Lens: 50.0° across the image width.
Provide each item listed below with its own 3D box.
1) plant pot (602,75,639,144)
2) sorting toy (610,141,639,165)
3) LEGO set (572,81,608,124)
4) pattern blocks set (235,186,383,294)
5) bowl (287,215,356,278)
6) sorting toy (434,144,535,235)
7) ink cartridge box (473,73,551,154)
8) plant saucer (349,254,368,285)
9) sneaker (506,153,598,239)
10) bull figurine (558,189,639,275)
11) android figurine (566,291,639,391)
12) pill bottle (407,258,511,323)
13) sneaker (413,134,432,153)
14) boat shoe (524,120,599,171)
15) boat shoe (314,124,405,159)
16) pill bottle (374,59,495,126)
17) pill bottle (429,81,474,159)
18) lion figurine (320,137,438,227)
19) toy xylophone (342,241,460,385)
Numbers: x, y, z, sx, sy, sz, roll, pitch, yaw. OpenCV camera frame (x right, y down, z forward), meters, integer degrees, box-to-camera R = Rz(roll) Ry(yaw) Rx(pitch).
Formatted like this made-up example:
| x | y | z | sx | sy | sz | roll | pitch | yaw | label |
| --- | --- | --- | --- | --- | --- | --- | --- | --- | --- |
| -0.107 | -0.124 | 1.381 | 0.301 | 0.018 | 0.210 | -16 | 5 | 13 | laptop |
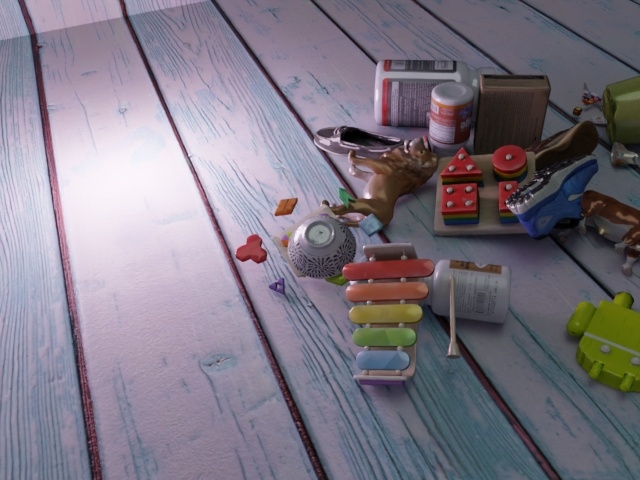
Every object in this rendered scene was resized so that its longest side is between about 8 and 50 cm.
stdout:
| x | y | z | sx | sy | sz | roll | pitch | yaw | label |
| --- | --- | --- | --- | --- | --- | --- | --- | --- | --- |
| 0.980 | -0.390 | 2.022 | 0.254 | 0.276 | 0.276 | -7 | 39 | 14 | plant pot |
| 0.890 | -0.241 | 1.998 | 0.075 | 0.044 | 0.083 | 12 | 42 | 7 | sorting toy |
| 0.937 | -0.434 | 2.204 | 0.245 | 0.060 | 0.182 | 7 | 40 | 9 | LEGO set |
| -0.020 | -0.001 | 1.719 | 0.285 | 0.026 | 0.325 | 39 | 73 | 22 | pattern blocks set |
| 0.000 | 0.000 | 1.656 | 0.170 | 0.080 | 0.170 | -2 | 63 | 5 | bowl |
| 0.431 | -0.144 | 1.805 | 0.257 | 0.089 | 0.255 | -2 | 55 | 18 | sorting toy |
| 0.557 | -0.368 | 2.021 | 0.193 | 0.234 | 0.088 | 3 | 42 | 7 | ink cartridge box |
| 0.166 | 0.076 | 1.690 | 0.195 | 0.037 | 0.195 | -2 | 41 | 2 | plant saucer |
| 0.594 | -0.107 | 1.715 | 0.330 | 0.147 | 0.130 | -34 | 14 | -31 | sneaker |
| 0.757 | -0.026 | 1.708 | 0.188 | 0.101 | 0.310 | -37 | 45 | -24 | bull figurine |
| 0.656 | 0.218 | 1.471 | 0.248 | 0.056 | 0.273 | 24 | 46 | 28 | android figurine |
| 0.312 | 0.111 | 1.564 | 0.229 | 0.131 | 0.131 | 6 | 42 | 13 | pill bottle |
| 0.294 | -0.250 | 2.057 | 0.075 | 0.057 | 0.161 | -14 | 41 | 17 | sneaker |
| 0.649 | -0.228 | 1.966 | 0.342 | 0.123 | 0.123 | -40 | 21 | -22 | boat shoe |
| 0.124 | -0.305 | 2.090 | 0.335 | 0.095 | 0.112 | 23 | 49 | 29 | boat shoe |
| 0.358 | -0.462 | 2.169 | 0.363 | 0.210 | 0.210 | 3 | 41 | 8 | pill bottle |
| 0.384 | -0.347 | 2.026 | 0.121 | 0.216 | 0.121 | -2 | 41 | 2 | pill bottle |
| 0.163 | -0.129 | 1.879 | 0.240 | 0.142 | 0.392 | 18 | 59 | 13 | lion figurine |
| 0.173 | 0.155 | 1.469 | 0.236 | 0.081 | 0.322 | -11 | 63 | 17 | toy xylophone |
